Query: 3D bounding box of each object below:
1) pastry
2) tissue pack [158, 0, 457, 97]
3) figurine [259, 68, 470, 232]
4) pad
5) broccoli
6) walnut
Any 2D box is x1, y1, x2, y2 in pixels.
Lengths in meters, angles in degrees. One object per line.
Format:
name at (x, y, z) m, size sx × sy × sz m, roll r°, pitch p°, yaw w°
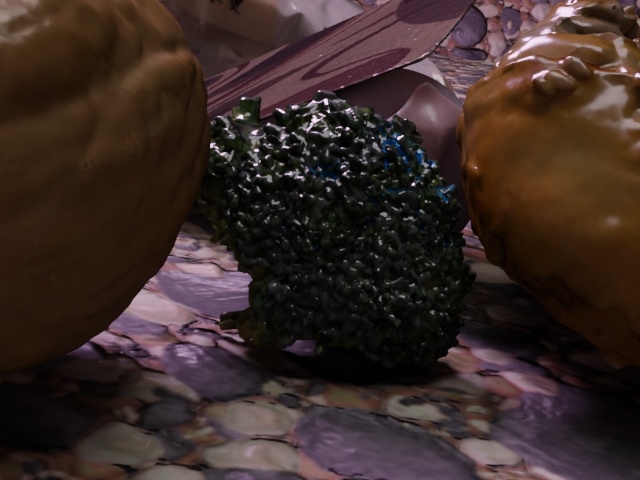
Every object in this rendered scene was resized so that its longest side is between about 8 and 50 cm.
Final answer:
pastry at (0.204, -0.035, 0.591) m, size 0.255 × 0.162 × 0.311 m, roll 38°, pitch 22°, yaw 0°
tissue pack at (-0.053, -0.224, 1.209) m, size 0.375 × 0.195 × 0.390 m, roll 17°, pitch 13°, yaw -18°
figurine at (0.028, -0.066, 0.755) m, size 0.200 × 0.133 × 0.276 m, roll -4°, pitch 16°, yaw -19°
pad at (-0.023, -0.131, 0.786) m, size 0.330 × 0.004 × 0.220 m, roll -16°, pitch 23°, yaw 34°
broccoli at (0.000, 0.000, 0.563) m, size 0.167 × 0.155 × 0.160 m, roll 6°, pitch -24°, yaw -6°
walnut at (-0.161, -0.048, 0.442) m, size 0.224 × 0.225 × 0.261 m, roll 12°, pitch 23°, yaw 12°
